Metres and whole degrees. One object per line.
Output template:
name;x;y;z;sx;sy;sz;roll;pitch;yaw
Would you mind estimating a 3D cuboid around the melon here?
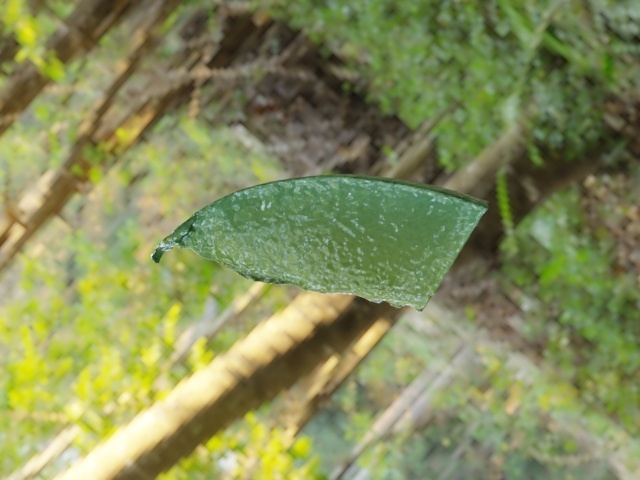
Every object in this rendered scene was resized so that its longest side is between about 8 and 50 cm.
melon;-0.001;0.000;1.279;0.262;0.114;0.053;0;-161;7
